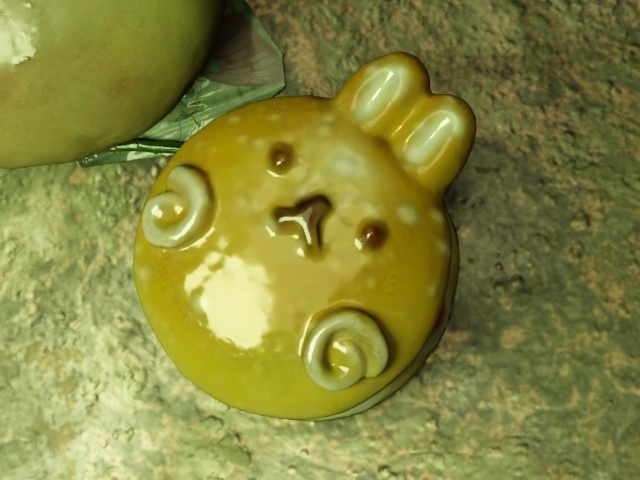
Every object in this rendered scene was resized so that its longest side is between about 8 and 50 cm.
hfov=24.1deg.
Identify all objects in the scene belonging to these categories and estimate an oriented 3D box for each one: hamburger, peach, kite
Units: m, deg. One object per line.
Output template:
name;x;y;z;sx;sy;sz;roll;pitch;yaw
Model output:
hamburger;0.000;0.000;1.201;0.302;0.186;0.261;-37;81;-3
peach;-0.225;-0.199;1.196;0.292;0.247;0.292;9;66;-20
kite;-0.176;-0.244;1.334;0.204;0.022;0.361;-22;81;1

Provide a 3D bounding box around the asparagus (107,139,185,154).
asparagus;-0.177;-0.080;1.306;0.162;0.016;0.016;-1;106;3
